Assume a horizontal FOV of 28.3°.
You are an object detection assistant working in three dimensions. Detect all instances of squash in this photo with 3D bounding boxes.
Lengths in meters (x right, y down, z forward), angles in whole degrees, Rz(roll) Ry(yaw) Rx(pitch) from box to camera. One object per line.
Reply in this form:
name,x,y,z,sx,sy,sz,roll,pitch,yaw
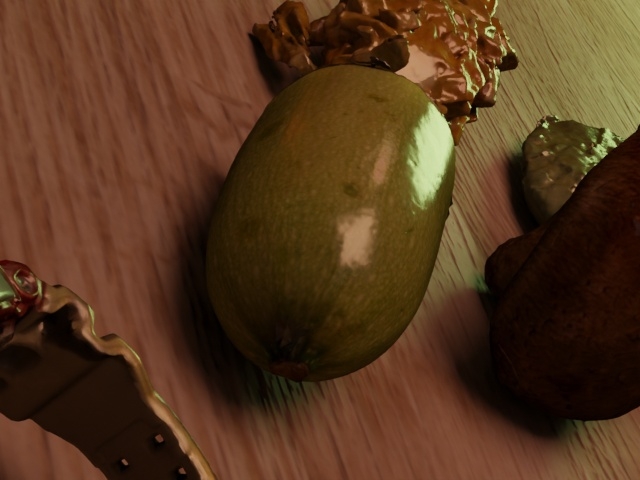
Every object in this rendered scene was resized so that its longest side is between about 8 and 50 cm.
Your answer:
squash,0.000,0.000,0.623,0.123,0.123,0.186,40,32,-11

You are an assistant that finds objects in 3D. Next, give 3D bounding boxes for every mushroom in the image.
mushroom,0.196,0.018,0.776,0.138,0.194,0.231,47,38,4

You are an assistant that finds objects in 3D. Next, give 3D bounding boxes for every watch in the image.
watch,-0.080,0.131,0.374,0.165,0.102,0.268,-15,73,-51

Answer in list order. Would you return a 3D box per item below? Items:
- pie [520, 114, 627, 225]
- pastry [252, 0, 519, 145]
pie,0.276,0.004,1.037,0.306,0.071,0.306,34,28,-22
pastry,0.054,-0.134,0.878,0.154,0.102,0.250,45,28,1
